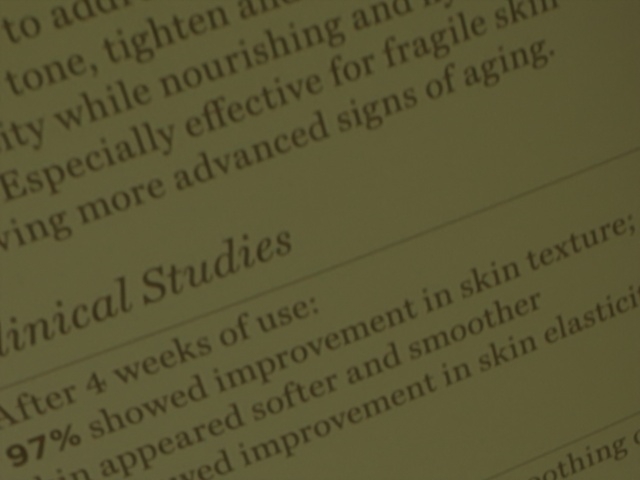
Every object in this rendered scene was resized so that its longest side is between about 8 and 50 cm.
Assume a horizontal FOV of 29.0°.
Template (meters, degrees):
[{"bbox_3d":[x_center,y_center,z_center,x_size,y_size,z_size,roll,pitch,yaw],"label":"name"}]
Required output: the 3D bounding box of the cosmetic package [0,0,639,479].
[{"bbox_3d":[-0.043,-0.062,0.582,0.327,0.329,0.394,-131,24,-66],"label":"cosmetic package"}]
